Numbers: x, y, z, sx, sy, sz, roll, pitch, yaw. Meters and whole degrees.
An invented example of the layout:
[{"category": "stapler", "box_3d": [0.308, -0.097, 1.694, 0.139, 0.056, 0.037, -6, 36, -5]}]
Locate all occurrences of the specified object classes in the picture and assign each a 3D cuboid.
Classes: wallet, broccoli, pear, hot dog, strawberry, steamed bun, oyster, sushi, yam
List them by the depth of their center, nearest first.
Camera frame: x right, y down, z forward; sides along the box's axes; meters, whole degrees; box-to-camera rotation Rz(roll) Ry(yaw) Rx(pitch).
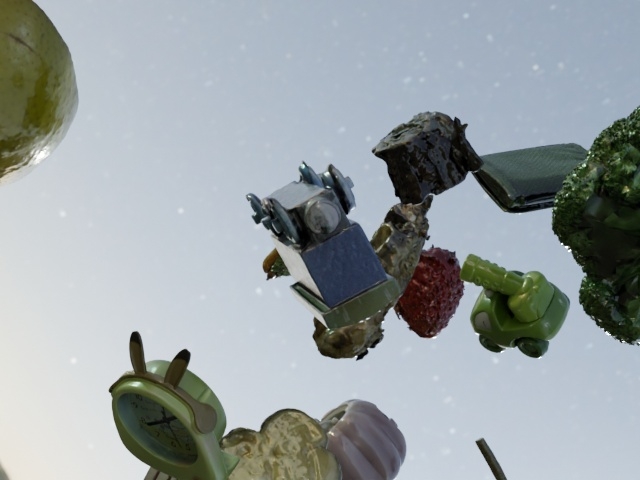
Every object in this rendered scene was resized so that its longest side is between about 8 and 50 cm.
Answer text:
[{"category": "sushi", "box_3d": [0.117, -0.096, 1.367, 0.084, 0.094, 0.098, 61, -19, -16]}, {"category": "pear", "box_3d": [-0.500, -0.188, 1.497, 0.340, 0.191, 0.386, -20, -44, 36]}, {"category": "steamed bun", "box_3d": [-0.059, 0.351, 1.743, 0.192, 0.178, 0.106, 42, -31, 34]}, {"category": "broccoli", "box_3d": [0.539, -0.030, 1.819, 0.310, 0.321, 0.413, 30, -66, 37]}, {"category": "hot dog", "box_3d": [-0.043, 0.018, 1.975, 0.056, 0.133, 0.041, 45, 0, -20]}, {"category": "oyster", "box_3d": [0.091, 0.045, 1.990, 0.129, 0.345, 0.078, 18, -20, 39]}, {"category": "wallet", "box_3d": [0.395, -0.114, 2.120, 0.160, 0.236, 0.055, -124, -146, -46]}, {"category": "yam", "box_3d": [0.315, 0.409, 2.169, 0.116, 0.021, 0.021, 60, -19, 2]}, {"category": "strawberry", "box_3d": [0.232, 0.113, 2.602, 0.187, 0.184, 0.201, -15, -104, 35]}]

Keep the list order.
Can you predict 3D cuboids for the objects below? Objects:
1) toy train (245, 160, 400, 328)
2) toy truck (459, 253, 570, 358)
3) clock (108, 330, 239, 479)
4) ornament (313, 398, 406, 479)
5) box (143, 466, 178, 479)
[{"category": "toy train", "box_3d": [0.000, 0.000, 1.665, 0.202, 0.131, 0.300, 62, -6, -11]}, {"category": "toy truck", "box_3d": [0.365, 0.115, 2.244, 0.187, 0.148, 0.210, 15, -34, 32]}, {"category": "clock", "box_3d": [-0.200, 0.225, 1.596, 0.170, 0.069, 0.232, 19, -43, 26]}, {"category": "ornament", "box_3d": [0.046, 0.341, 1.958, 0.177, 0.178, 0.177, 50, -21, 28]}, {"category": "box", "box_3d": [-0.156, 0.551, 2.223, 0.300, 0.314, 0.312, 19, -11, 46]}]
